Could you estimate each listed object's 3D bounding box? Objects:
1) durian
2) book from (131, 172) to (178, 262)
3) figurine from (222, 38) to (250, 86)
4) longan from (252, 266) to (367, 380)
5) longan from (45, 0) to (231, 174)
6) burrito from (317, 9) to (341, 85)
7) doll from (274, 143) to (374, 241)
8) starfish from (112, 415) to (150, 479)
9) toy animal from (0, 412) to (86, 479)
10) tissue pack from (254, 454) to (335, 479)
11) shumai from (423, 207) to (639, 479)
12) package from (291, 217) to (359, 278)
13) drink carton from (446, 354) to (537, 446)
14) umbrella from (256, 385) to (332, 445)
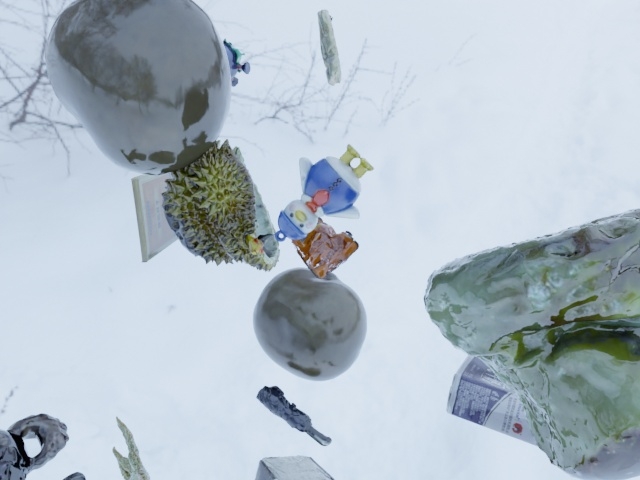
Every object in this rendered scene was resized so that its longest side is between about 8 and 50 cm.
[{"bbox_3d":[-0.147,-0.032,0.784,0.137,0.193,0.237,-24,32,-4],"label":"durian"},{"bbox_3d":[-0.333,-0.070,1.143,0.018,0.170,0.242,0,17,7],"label":"book"},{"bbox_3d":[-0.277,-0.431,1.305,0.195,0.102,0.111,-12,6,-22],"label":"figurine"},{"bbox_3d":[-0.031,0.246,1.629,0.360,0.361,0.361,6,37,-4],"label":"longan"},{"bbox_3d":[-0.230,-0.208,0.700,0.246,0.246,0.215,38,19,34],"label":"longan"},{"bbox_3d":[0.021,-0.493,1.374,0.045,0.186,0.041,-4,20,23],"label":"burrito"},{"bbox_3d":[-0.002,-0.050,0.629,0.099,0.143,0.057,46,10,-5],"label":"doll"},{"bbox_3d":[-0.515,0.664,1.488,0.078,0.347,0.358,-5,71,-27],"label":"starfish"},{"bbox_3d":[-0.494,0.435,0.845,0.344,0.194,0.302,37,33,24],"label":"toy animal"},{"bbox_3d":[-0.100,0.856,1.579,0.198,0.370,0.210,11,1,-36],"label":"tissue pack"},{"bbox_3d":[0.292,0.115,0.592,0.309,0.264,0.304,-18,-10,23],"label":"shumai"},{"bbox_3d":[-0.001,-0.001,0.778,0.077,0.033,0.111,-24,46,-19],"label":"package"},{"bbox_3d":[0.407,0.350,1.177,0.222,0.102,0.134,16,14,26],"label":"drink carton"},{"bbox_3d":[-0.072,0.496,1.513,0.248,0.071,0.071,34,42,14],"label":"umbrella"}]
